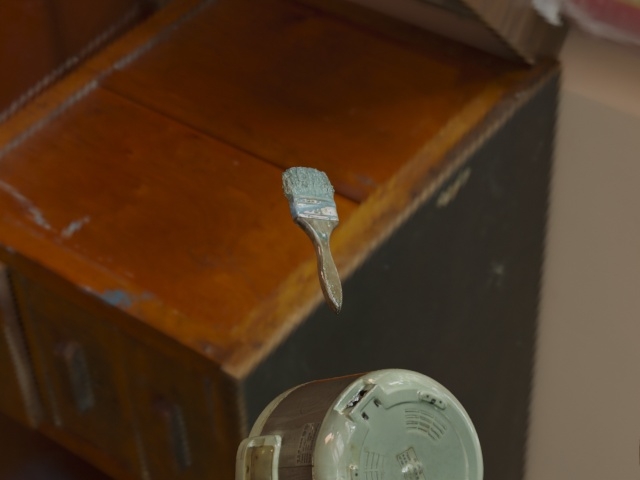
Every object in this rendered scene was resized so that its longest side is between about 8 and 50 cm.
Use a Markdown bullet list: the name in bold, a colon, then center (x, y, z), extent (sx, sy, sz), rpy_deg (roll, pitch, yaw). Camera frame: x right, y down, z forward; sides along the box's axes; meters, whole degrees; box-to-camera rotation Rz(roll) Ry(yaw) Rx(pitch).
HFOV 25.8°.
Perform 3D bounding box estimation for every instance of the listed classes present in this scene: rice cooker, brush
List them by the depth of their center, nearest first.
- **brush**: center (0.000, 0.000, 1.648), extent (0.070, 0.196, 0.021), rpy_deg (7, 148, -33)
- **rice cooker**: center (0.050, 0.320, 1.925), extent (0.288, 0.277, 0.288), rpy_deg (8, 76, -33)
